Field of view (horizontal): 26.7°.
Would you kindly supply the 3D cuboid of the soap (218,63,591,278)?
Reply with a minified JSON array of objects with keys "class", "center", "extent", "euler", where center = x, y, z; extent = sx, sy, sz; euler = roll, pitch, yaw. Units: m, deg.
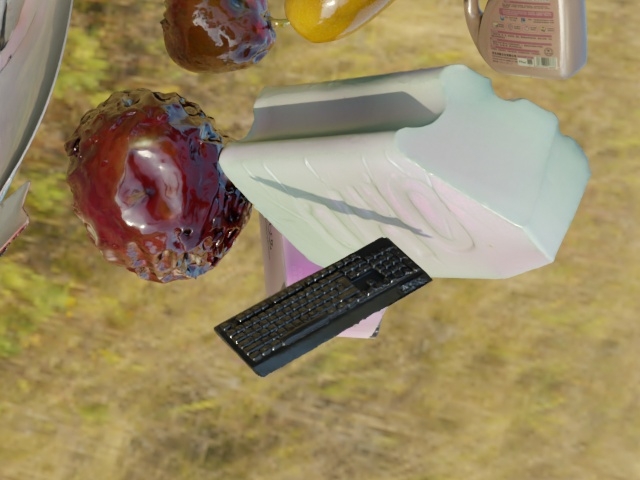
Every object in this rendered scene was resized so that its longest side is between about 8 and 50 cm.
[{"class":"soap","center":[0.085,-0.060,1.324],"extent":[0.208,0.347,0.115],"euler":[45,62,-32]}]

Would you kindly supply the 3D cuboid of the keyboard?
[{"class":"keyboard","center":[0.004,0.054,1.199],"extent":[0.196,0.074,0.015],"euler":[-27,136,-26]}]

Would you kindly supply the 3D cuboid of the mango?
[{"class":"mango","center":[0.045,-0.268,1.352],"extent":[0.184,0.085,0.102],"euler":[-37,179,-3]}]

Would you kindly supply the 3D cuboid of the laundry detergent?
[{"class":"laundry detergent","center":[0.262,-0.334,1.767],"extent":[0.076,0.171,0.237],"euler":[-39,128,-42]}]

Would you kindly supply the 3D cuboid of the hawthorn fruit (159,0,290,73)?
[{"class":"hawthorn fruit","center":[-0.087,-0.319,1.939],"extent":[0.165,0.285,0.165],"euler":[-4,90,-90]}]

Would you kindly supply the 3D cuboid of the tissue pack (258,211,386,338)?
[{"class":"tissue pack","center":[0.000,0.000,1.755],"extent":[0.092,0.148,0.246],"euler":[115,-26,-50]}]

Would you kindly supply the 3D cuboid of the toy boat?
[{"class":"toy boat","center":[-0.201,-0.146,0.914],"extent":[0.072,0.318,0.219],"euler":[25,117,-32]}]

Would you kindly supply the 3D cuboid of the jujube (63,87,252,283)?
[{"class":"jujube","center":[-0.207,-0.073,1.743],"extent":[0.376,0.258,0.258],"euler":[140,-36,-81]}]
